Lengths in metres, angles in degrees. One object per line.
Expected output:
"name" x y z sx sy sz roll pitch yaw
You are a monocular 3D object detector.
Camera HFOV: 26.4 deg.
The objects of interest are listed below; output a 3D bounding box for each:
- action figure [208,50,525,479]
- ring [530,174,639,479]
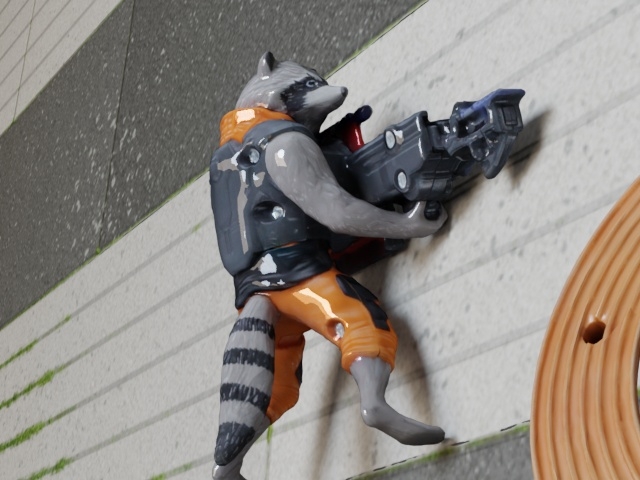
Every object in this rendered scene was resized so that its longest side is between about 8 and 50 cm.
"action figure" 0.000 0.000 1.011 0.341 0.178 0.330 -40 51 50
"ring" 0.236 0.037 0.584 0.336 0.032 0.336 -31 37 27
